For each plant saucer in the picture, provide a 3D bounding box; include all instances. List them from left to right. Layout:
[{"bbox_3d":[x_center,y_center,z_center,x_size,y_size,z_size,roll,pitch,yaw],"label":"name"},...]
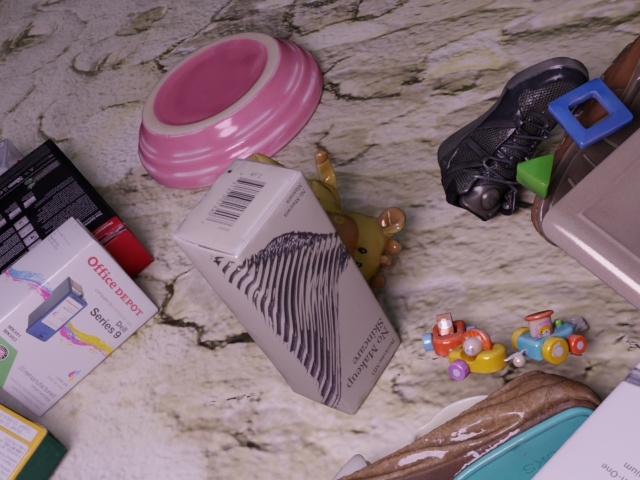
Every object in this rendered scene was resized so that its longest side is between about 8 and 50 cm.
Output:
[{"bbox_3d":[-0.161,-0.228,1.365,0.332,0.084,0.332,-18,42,17],"label":"plant saucer"}]

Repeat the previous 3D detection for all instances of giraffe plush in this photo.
[{"bbox_3d":[0.000,0.000,1.005,0.210,0.181,0.171,-18,39,-41],"label":"giraffe plush"}]

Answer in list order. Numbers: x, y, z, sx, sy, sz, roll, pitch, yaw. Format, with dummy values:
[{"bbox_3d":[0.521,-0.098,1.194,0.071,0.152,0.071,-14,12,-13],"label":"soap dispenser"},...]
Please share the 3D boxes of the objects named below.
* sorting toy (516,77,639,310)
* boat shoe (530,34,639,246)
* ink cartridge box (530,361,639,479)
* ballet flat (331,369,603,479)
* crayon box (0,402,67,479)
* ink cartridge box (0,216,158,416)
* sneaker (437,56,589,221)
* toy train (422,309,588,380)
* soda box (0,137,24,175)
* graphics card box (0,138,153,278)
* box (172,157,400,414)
[{"bbox_3d":[0.346,-0.017,0.815,0.196,0.047,0.348,-42,64,-10],"label":"sorting toy"},{"bbox_3d":[0.332,-0.115,0.943,0.307,0.111,0.104,-51,11,-8],"label":"boat shoe"},{"bbox_3d":[0.301,0.158,0.580,0.307,0.223,0.129,-43,41,-12],"label":"ink cartridge box"},{"bbox_3d":[0.091,0.216,0.756,0.343,0.116,0.124,-32,20,-1],"label":"ballet flat"},{"bbox_3d":[-0.471,0.320,0.951,0.203,0.083,0.322,24,63,17],"label":"crayon box"},{"bbox_3d":[-0.345,0.098,1.097,0.212,0.154,0.093,-43,41,-13],"label":"ink cartridge box"},{"bbox_3d":[0.219,-0.103,0.955,0.227,0.087,0.130,-40,37,43],"label":"sneaker"},{"bbox_3d":[0.176,0.088,0.830,0.166,0.046,0.125,-11,13,17],"label":"toy train"},{"bbox_3d":[-0.646,-0.062,1.489,0.286,0.098,0.091,-26,42,7],"label":"soda box"},{"bbox_3d":[-0.433,-0.001,1.299,0.233,0.094,0.371,-41,42,-10],"label":"graphics card box"},{"bbox_3d":[-0.024,0.053,0.848,0.094,0.275,0.113,15,60,40],"label":"box"}]
